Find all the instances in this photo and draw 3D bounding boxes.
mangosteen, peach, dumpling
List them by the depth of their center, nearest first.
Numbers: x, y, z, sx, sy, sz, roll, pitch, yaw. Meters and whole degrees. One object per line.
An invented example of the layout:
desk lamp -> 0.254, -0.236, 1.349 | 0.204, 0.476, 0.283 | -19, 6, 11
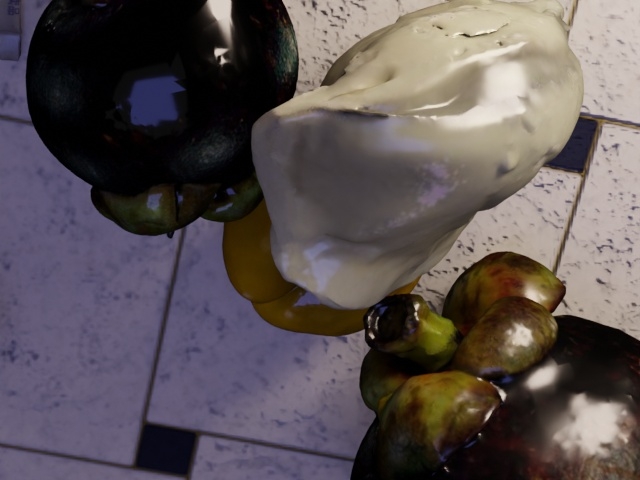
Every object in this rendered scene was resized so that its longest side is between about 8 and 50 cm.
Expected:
dumpling -> 0.097, -0.063, 1.318 | 0.318, 0.187, 0.243 | -21, 126, -36
mangosteen -> -0.117, -0.118, 1.321 | 0.242, 0.243, 0.243 | 0, 117, -1
mangosteen -> 0.167, 0.192, 1.443 | 0.330, 0.330, 0.330 | 0, 117, -1
peach -> 0.000, 0.000, 1.444 | 0.179, 0.103, 0.179 | -1, 118, -1

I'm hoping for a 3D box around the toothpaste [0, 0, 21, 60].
toothpaste -> -0.286, -0.269, 1.331 | 0.099, 0.068, 0.282 | 22, 125, 18
